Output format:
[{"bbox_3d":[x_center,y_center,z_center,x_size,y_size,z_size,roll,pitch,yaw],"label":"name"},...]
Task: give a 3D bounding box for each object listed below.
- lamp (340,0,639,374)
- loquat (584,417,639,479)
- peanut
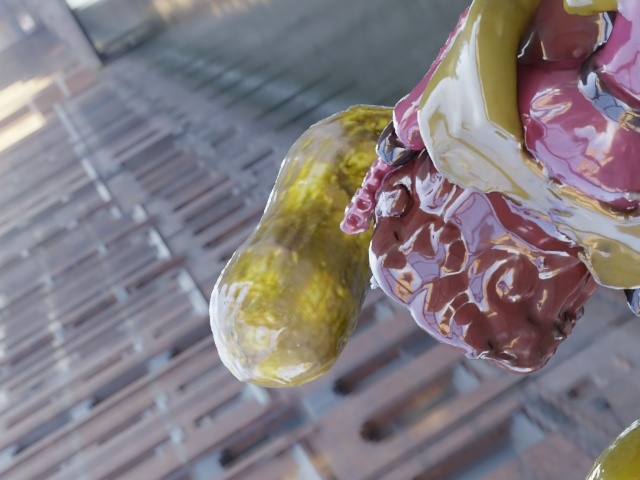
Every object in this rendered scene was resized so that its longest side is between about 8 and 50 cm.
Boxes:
[{"bbox_3d":[0.105,-0.064,0.560,0.118,0.118,0.253,56,134,28],"label":"lamp"},{"bbox_3d":[0.268,0.215,1.075,0.244,0.244,0.244,58,175,8],"label":"loquat"},{"bbox_3d":[0.000,0.000,0.981,0.087,0.206,0.087,18,143,14],"label":"peanut"}]
